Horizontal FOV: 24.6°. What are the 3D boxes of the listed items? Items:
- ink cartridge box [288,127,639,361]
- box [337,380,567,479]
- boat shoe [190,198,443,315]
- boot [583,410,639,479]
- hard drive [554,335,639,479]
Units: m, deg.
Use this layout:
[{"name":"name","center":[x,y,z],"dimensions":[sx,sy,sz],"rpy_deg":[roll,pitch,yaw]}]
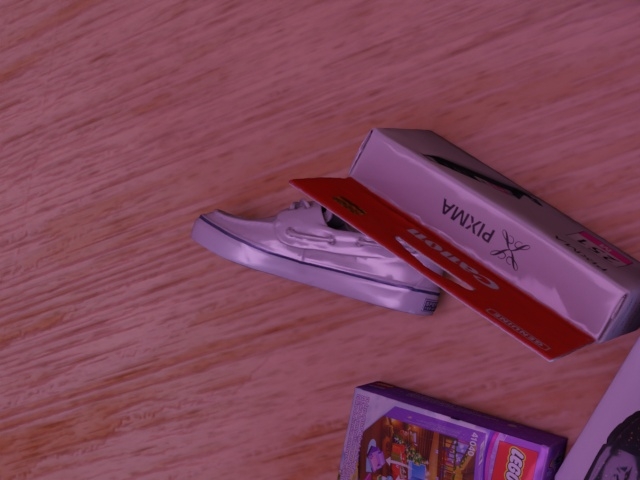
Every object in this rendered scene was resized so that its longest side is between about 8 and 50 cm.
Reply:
[{"name":"ink cartridge box","center":[0.140,-0.007,1.260],"dimensions":[0.275,0.239,0.060],"rpy_deg":[35,107,21]},{"name":"box","center":[0.104,0.301,1.393],"dimensions":[0.201,0.057,0.293],"rpy_deg":[15,99,26]},{"name":"boat shoe","center":[0.000,0.000,1.423],"dimensions":[0.258,0.095,0.084],"rpy_deg":[16,95,15]},{"name":"boot","center":[0.260,0.316,1.104],"dimensions":[0.223,0.118,0.338],"rpy_deg":[30,109,24]},{"name":"hard drive","center":[0.356,0.142,1.230],"dimensions":[0.210,0.040,0.318],"rpy_deg":[36,120,21]}]
